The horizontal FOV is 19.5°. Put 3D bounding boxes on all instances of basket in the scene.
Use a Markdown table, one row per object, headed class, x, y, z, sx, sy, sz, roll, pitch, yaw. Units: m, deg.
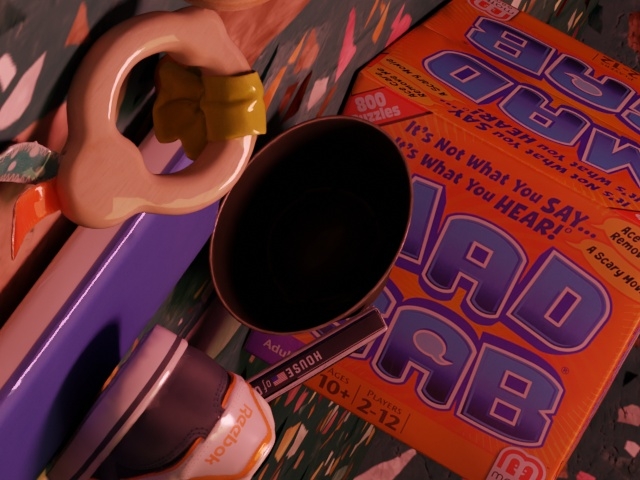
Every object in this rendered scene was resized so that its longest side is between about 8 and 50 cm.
| class | x | y | z | sx | sy | sz | roll | pitch | yaw |
| --- | --- | --- | --- | --- | --- | --- | --- | --- | --- |
| basket | 0.000 | 0.000 | 1.688 | 0.204 | 0.154 | 0.227 | -54 | 173 | -3 |

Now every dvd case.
| class | x | y | z | sx | sy | sz | roll | pitch | yaw |
| --- | --- | --- | --- | --- | --- | --- | --- | --- | --- |
| dvd case | -0.050 | 0.136 | 1.741 | 0.238 | 0.030 | 0.179 | -30 | 176 | -4 |

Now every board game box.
| class | x | y | z | sx | sy | sz | roll | pitch | yaw |
| --- | --- | --- | --- | --- | --- | --- | --- | --- | --- |
| board game box | 0.193 | -0.002 | 2.007 | 0.356 | 0.356 | 0.357 | -43 | 159 | -58 |

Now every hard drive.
| class | x | y | z | sx | sy | sz | roll | pitch | yaw |
| --- | --- | --- | --- | --- | --- | --- | --- | --- | --- |
| hard drive | -0.167 | 0.059 | 1.299 | 0.319 | 0.040 | 0.210 | -56 | 171 | -26 |

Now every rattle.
| class | x | y | z | sx | sy | sz | roll | pitch | yaw |
| --- | --- | --- | --- | --- | --- | --- | --- | --- | --- |
| rattle | -0.143 | -0.063 | 1.155 | 0.199 | 0.142 | 0.130 | -41 | 130 | -20 |

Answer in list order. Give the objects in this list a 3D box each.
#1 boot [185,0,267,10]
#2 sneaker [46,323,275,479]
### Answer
| class | x | y | z | sx | sy | sz | roll | pitch | yaw |
| --- | --- | --- | --- | --- | --- | --- | --- | --- | --- |
| boot | -0.008 | -0.289 | 1.038 | 0.211 | 0.104 | 0.295 | 100 | 15 | -55 |
| sneaker | -0.120 | 0.156 | 1.398 | 0.126 | 0.127 | 0.321 | -57 | -175 | -16 |
